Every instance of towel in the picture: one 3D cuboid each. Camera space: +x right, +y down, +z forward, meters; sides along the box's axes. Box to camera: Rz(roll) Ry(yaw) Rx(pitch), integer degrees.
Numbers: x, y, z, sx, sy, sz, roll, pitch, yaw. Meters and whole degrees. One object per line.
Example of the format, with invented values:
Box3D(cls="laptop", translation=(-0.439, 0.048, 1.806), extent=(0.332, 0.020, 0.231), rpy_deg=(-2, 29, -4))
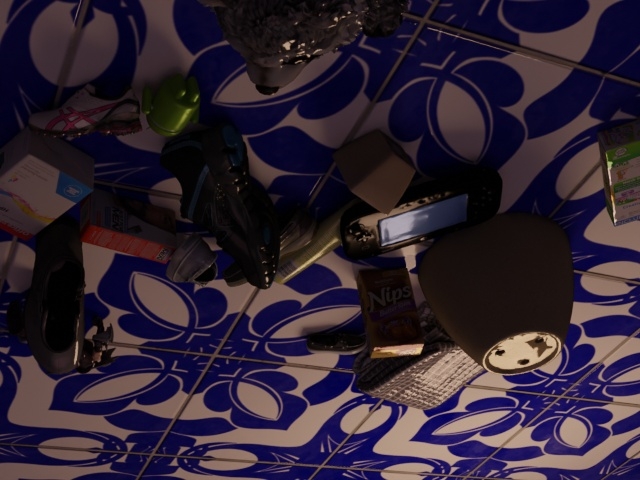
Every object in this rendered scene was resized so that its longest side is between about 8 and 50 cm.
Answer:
Box3D(cls="towel", translation=(0.249, 0.287, 2.170), extent=(0.235, 0.121, 0.284), rpy_deg=(23, 131, -35))

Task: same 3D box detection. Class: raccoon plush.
Box3D(cls="raccoon plush", translation=(-0.034, -0.381, 0.982), extent=(0.216, 0.446, 0.299), rpy_deg=(-5, -174, 11))

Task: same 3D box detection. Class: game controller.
Box3D(cls="game controller", translation=(0.192, -0.048, 1.758), extent=(0.319, 0.067, 0.166), rpy_deg=(-17, 140, -3))

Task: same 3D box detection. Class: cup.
Box3D(cls="cup", translation=(0.387, 0.136, 1.918), extent=(0.331, 0.237, 0.331), rpy_deg=(-6, 141, -5))

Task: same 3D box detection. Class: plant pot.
Box3D(cls="plant pot", translation=(0.103, -0.129, 1.638), extent=(0.096, 0.109, 0.109), rpy_deg=(-42, 133, 18))

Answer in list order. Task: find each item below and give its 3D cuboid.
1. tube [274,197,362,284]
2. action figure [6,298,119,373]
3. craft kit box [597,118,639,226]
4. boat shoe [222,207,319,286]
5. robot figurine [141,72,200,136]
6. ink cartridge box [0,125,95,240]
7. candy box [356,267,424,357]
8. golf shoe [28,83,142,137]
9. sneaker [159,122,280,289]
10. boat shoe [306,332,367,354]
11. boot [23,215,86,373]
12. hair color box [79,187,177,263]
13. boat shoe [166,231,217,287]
Box3D(cls="tube", translation=(0.000, 0.000, 1.814), extent=(0.240, 0.070, 0.062), rpy_deg=(-34, 93, 19))
Box3D(cls="action figure", translation=(-0.532, 0.200, 1.917), extent=(0.185, 0.099, 0.285), rpy_deg=(-20, 145, 2))
Box3D(cls="craft kit box", translation=(0.668, -0.149, 1.770), extent=(0.250, 0.061, 0.246), rpy_deg=(-17, 144, 9))
Box3D(cls="boat shoe", translation=(-0.108, 0.008, 1.784), extent=(0.223, 0.080, 0.073), rpy_deg=(-32, 116, 19))
Box3D(cls="robot figurine", translation=(-0.237, -0.214, 1.480), extent=(0.101, 0.067, 0.115), rpy_deg=(5, 141, -37))
Box3D(cls="ink cartridge box", translation=(-0.510, -0.085, 1.574), extent=(0.231, 0.078, 0.134), rpy_deg=(-33, 136, 27))
Box3D(cls="candy box", translation=(0.142, 0.148, 1.918), extent=(0.109, 0.186, 0.053), rpy_deg=(-4, 144, -9))
Box3D(cls="golf shoe", translation=(-0.377, -0.207, 1.474), extent=(0.186, 0.067, 0.086), rpy_deg=(-3, 102, 6))
Box3D(cls="sneaker", translation=(-0.167, -0.054, 1.644), extent=(0.140, 0.125, 0.341), rpy_deg=(-8, 124, 16))
Box3D(cls="boat shoe", translation=(0.038, 0.233, 2.115), extent=(0.142, 0.049, 0.040), rpy_deg=(-3, 141, -5))
Box3D(cls="boot", translation=(-0.479, 0.143, 1.667), extent=(0.118, 0.222, 0.338), rpy_deg=(-4, 118, -16))
Box3D(cls="hair color box", translation=(-0.346, -0.027, 1.670), extent=(0.167, 0.093, 0.053), rpy_deg=(18, 134, -31))
Box3D(cls="boat shoe", translation=(-0.235, 0.052, 1.739), extent=(0.081, 0.079, 0.227), rpy_deg=(42, 162, 1))
